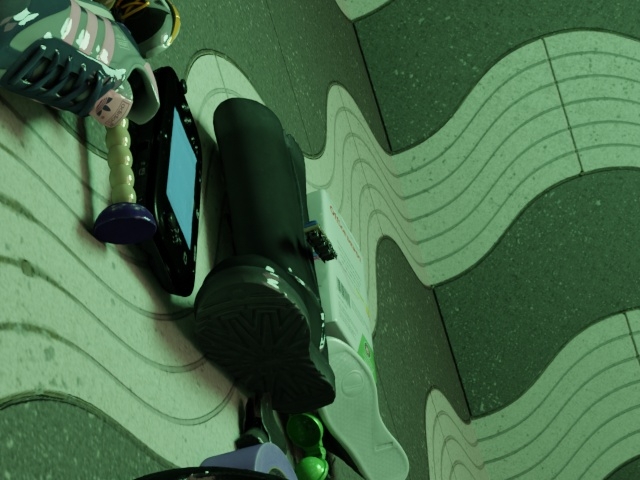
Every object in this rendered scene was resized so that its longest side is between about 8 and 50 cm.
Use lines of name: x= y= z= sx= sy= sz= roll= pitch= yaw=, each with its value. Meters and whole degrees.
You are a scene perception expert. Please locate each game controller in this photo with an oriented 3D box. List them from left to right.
game controller: x=-0.190 y=-0.079 z=1.546 sx=0.319 sy=0.067 sz=0.166 roll=-92 pitch=160 yaw=-46

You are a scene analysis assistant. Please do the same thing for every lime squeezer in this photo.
lime squeezer: x=-0.027 y=0.309 z=1.757 sx=0.110 sy=0.059 sz=0.310 roll=42 pitch=34 yaw=-66

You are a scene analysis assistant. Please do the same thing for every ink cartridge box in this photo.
ink cartridge box: x=-0.002 y=0.088 z=1.986 sx=0.201 sy=0.117 sz=0.278 roll=59 pitch=20 yaw=-47

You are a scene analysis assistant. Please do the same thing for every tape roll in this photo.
tape roll: x=-0.078 y=0.345 z=1.458 sx=0.189 sy=0.080 sz=0.189 roll=-17 pitch=90 yaw=-76

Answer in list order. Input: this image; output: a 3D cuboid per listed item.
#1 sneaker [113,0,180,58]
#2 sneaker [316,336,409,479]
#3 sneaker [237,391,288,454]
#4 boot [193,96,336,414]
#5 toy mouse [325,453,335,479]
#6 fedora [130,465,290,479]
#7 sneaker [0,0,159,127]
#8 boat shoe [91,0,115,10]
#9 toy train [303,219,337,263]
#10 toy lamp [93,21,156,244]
sneaker: x=-0.249 y=-0.330 z=1.594 sx=0.083 sy=0.084 sz=0.215 roll=47 pitch=20 yaw=-58
sneaker: x=0.026 y=0.259 z=1.883 sx=0.147 sy=0.104 sz=0.295 roll=23 pitch=-35 yaw=55
sneaker: x=-0.066 y=0.296 z=1.623 sx=0.170 sy=0.051 sz=0.089 roll=69 pitch=18 yaw=-6
boot: x=-0.087 y=-0.027 z=1.702 sx=0.367 sy=0.146 sz=0.445 roll=70 pitch=13 yaw=-56
toy mouse: x=0.011 y=0.385 z=1.864 sx=0.143 sy=0.031 sz=0.161 roll=-94 pitch=165 yaw=-59
fedora: x=-0.090 y=0.349 z=1.140 sx=0.334 sy=0.334 sz=0.152 roll=-55 pitch=158 yaw=-73
sneaker: x=-0.252 y=-0.177 z=1.226 sx=0.131 sy=0.112 sz=0.319 roll=50 pitch=18 yaw=5
boat shoe: x=-0.318 y=-0.388 z=1.365 sx=0.098 sy=0.109 sz=0.302 roll=-5 pitch=-74 yaw=63
toy train: x=0.000 y=0.000 z=1.736 sx=0.158 sy=0.027 sz=0.036 roll=55 pitch=19 yaw=-75
toy lamp: x=-0.237 y=-0.131 z=1.401 sx=0.080 sy=0.080 sz=0.274 roll=48 pitch=31 yaw=-61
